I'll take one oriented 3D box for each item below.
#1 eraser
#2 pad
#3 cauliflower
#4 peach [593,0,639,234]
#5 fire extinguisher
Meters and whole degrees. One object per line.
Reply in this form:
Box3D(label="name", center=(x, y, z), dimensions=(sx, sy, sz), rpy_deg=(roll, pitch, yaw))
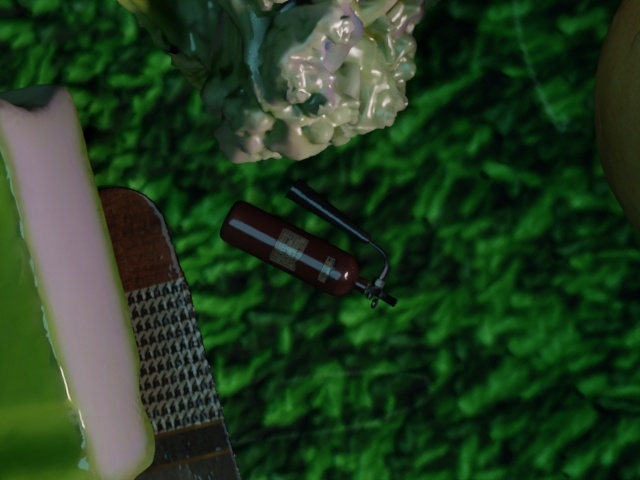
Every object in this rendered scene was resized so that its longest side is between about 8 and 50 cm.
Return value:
Box3D(label="eraser", center=(-0.240, 0.043, 0.736), dimensions=(0.274, 0.092, 0.210), rpy_deg=(-11, 97, 19))
Box3D(label="pad", center=(-0.065, 0.089, 0.758), dimensions=(0.323, 0.055, 0.250), rpy_deg=(-13, 97, 28))
Box3D(label="cauliflower", center=(-0.049, -0.161, 0.602), dimensions=(0.239, 0.315, 0.257), rpy_deg=(1, 94, 37))
Box3D(label="peach", center=(0.234, -0.072, 0.608), dimensions=(0.232, 0.232, 0.233), rpy_deg=(1, 99, 8))
Box3D(label="fire extinguisher", center=(0.000, 0.000, 0.752), dimensions=(0.100, 0.032, 0.046), rpy_deg=(26, 68, 4))
